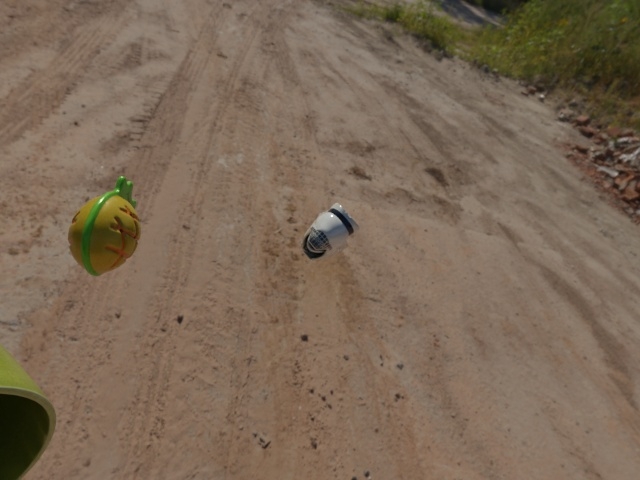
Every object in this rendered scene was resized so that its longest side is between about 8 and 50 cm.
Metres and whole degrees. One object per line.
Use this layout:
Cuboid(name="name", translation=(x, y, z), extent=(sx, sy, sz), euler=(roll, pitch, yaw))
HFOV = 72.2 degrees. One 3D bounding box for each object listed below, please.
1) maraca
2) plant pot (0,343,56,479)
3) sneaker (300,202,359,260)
Cuboid(name="maraca", translation=(-0.345, -0.025, 0.723), extent=(0.099, 0.127, 0.185), euler=(11, 42, -5))
Cuboid(name="plant pot", translation=(-0.461, 0.129, 0.418), extent=(0.275, 0.274, 0.293), euler=(-22, 56, -43))
Cuboid(name="sneaker", translation=(0.000, 0.000, 0.876), extent=(0.090, 0.235, 0.095), euler=(44, 75, 6))
